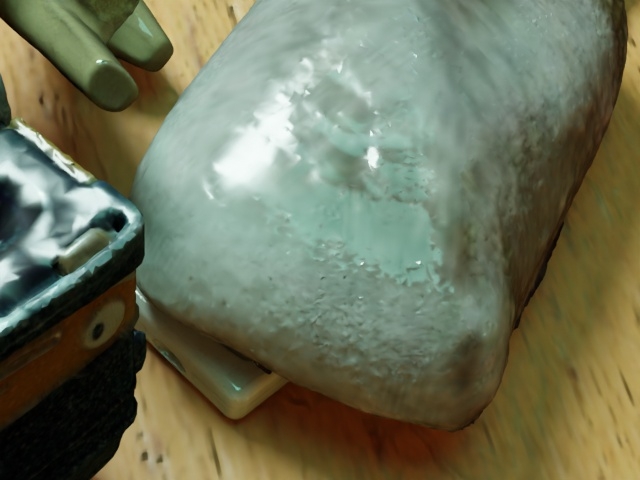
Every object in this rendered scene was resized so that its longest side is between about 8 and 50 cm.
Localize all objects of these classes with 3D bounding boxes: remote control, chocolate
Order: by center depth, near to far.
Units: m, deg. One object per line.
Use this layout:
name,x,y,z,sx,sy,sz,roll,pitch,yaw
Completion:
chocolate,0.039,-0.068,0.705,0.185,0.100,0.303,25,53,4
remote control,0.000,0.000,0.721,0.190,0.029,0.087,-35,66,-30

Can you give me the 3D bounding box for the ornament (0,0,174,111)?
ornament,-0.136,-0.131,0.666,0.061,0.230,0.245,-50,30,4

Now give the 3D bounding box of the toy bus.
toy bus,-0.224,-0.013,0.589,0.323,0.194,0.162,39,56,22
